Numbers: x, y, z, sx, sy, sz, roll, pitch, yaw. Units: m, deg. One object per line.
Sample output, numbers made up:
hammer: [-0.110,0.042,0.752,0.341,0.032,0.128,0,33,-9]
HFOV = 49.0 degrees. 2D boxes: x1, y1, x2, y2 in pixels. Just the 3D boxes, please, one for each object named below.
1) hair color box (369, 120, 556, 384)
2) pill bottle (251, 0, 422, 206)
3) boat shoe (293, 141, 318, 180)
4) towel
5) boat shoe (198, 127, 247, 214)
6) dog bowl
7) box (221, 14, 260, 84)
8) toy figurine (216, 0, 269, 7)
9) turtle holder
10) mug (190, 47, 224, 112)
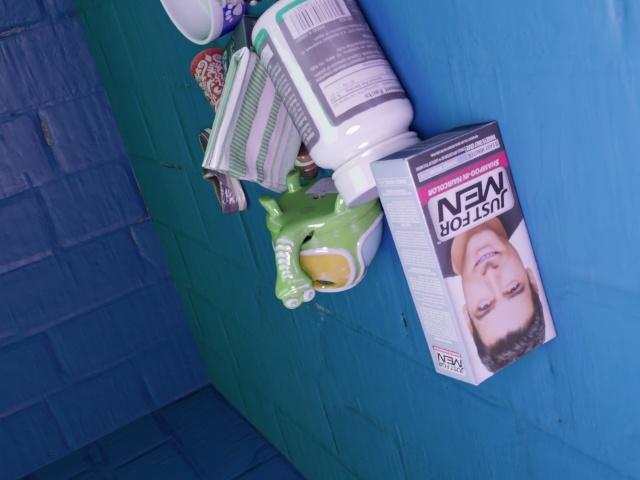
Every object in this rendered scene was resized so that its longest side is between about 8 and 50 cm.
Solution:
hair color box: [0.234,0.018,1.131,0.114,0.186,0.374,6,118,63]
pill bottle: [0.040,-0.256,1.256,0.360,0.204,0.204,64,157,6]
boat shoe: [-0.093,-0.219,1.719,0.257,0.095,0.095,42,156,45]
towel: [-0.111,-0.232,1.412,0.038,0.325,0.247,16,93,24]
boat shoe: [-0.325,-0.215,2.205,0.285,0.092,0.103,66,157,0]
dog bowl: [-0.298,-0.619,1.702,0.265,0.104,0.264,41,151,29]
box: [-0.176,-0.383,1.664,0.183,0.059,0.232,-32,63,61]
toy figurine: [-0.146,-0.588,1.425,0.213,0.148,0.209,17,133,58]
turtle holder: [0.018,-0.007,1.439,0.320,0.244,0.227,-99,-5,-66]
mug: [-0.249,-0.400,1.840,0.150,0.113,0.169,32,-156,-53]
